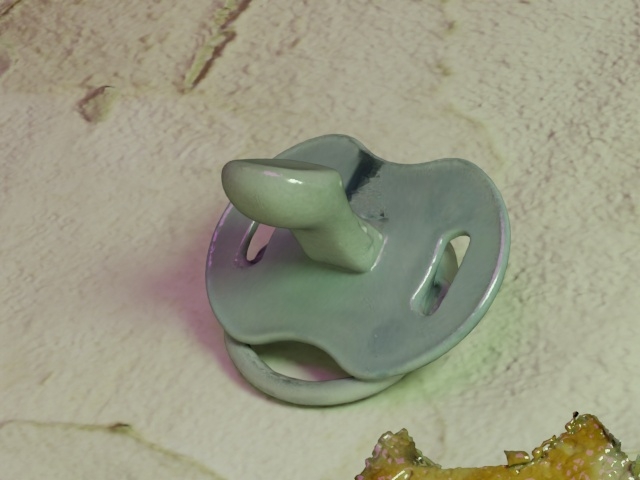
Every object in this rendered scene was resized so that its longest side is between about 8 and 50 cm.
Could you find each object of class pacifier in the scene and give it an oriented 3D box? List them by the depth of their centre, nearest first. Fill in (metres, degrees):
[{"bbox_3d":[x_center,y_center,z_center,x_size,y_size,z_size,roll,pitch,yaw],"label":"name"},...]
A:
[{"bbox_3d":[0.000,0.000,1.404,0.279,0.207,0.227,14,66,37],"label":"pacifier"}]

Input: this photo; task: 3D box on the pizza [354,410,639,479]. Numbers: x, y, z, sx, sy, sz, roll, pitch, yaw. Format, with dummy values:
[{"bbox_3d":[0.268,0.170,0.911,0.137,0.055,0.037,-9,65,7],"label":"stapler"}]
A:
[{"bbox_3d":[0.115,0.221,1.168,0.323,0.089,0.223,-7,45,14],"label":"pizza"}]
